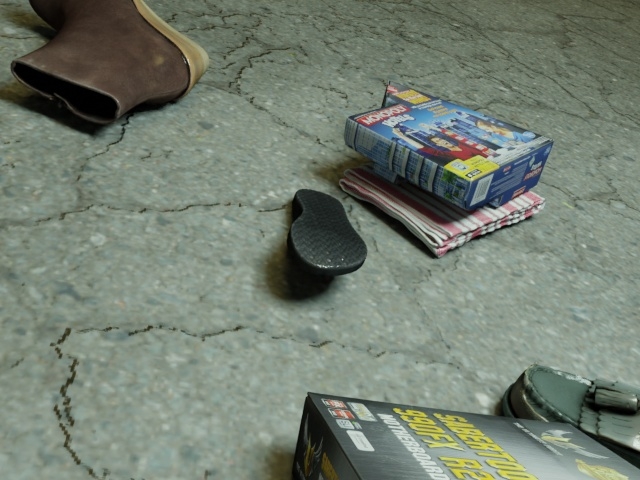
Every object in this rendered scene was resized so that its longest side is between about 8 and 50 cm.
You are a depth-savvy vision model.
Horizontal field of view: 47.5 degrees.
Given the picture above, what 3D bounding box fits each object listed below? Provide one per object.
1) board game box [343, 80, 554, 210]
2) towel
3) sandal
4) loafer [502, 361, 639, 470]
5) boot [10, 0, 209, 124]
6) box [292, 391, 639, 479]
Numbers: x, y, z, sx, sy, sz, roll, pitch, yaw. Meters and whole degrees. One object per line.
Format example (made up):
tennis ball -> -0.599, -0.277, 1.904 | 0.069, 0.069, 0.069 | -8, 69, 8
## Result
board game box -> 0.115, -0.102, 0.769 | 0.194, 0.060, 0.194 | 31, 34, 28
towel -> 0.133, -0.049, 0.779 | 0.197, 0.029, 0.144 | -18, 44, -43
sandal -> 0.000, 0.000, 0.636 | 0.067, 0.040, 0.179 | 19, 18, -9
loafer -> 0.260, 0.147, 0.490 | 0.267, 0.084, 0.096 | 28, 34, 15
boot -> -0.259, -0.217, 0.777 | 0.248, 0.090, 0.207 | 27, 32, 8
box -> 0.096, 0.143, 0.349 | 0.183, 0.056, 0.231 | 9, 4, -12
